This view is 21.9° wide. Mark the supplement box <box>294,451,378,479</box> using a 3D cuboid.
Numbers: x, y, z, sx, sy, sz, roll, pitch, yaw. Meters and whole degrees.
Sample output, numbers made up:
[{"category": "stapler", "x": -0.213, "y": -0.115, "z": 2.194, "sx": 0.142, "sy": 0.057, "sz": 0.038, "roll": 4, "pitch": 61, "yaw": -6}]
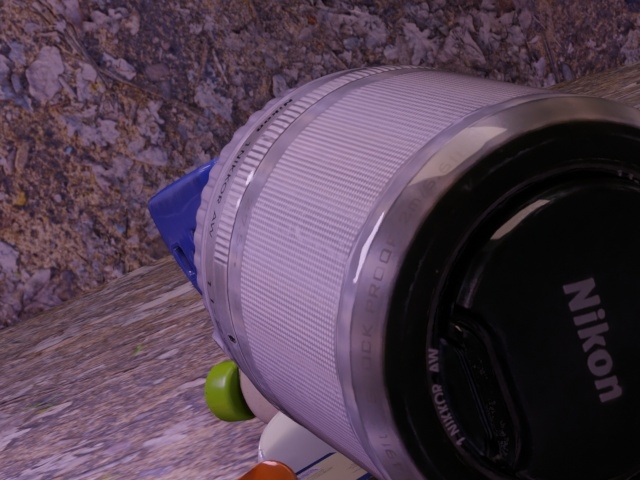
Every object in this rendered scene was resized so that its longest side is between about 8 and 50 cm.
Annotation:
[{"category": "supplement box", "x": 0.014, "y": 0.162, "z": 0.965, "sx": 0.083, "sy": 0.056, "sz": 0.083, "roll": -25, "pitch": 8, "yaw": -41}]

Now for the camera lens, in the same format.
[{"category": "camera lens", "x": 0.071, "y": 0.021, "z": 0.880, "sx": 0.219, "sy": 0.219, "sz": 0.274, "roll": -23, "pitch": 19, "yaw": -19}]

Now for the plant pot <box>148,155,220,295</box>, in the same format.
[{"category": "plant pot", "x": 0.000, "y": 0.000, "z": 1.582, "sx": 0.236, "sy": 0.212, "sz": 0.236, "roll": -23, "pitch": 1, "yaw": -24}]

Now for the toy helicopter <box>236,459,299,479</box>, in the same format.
[{"category": "toy helicopter", "x": -0.059, "y": 0.187, "z": 0.863, "sx": 0.355, "sy": 0.140, "sz": 0.235, "roll": -6, "pitch": 2, "yaw": 21}]

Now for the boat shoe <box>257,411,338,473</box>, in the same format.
[{"category": "boat shoe", "x": 0.055, "y": 0.127, "z": 1.099, "sx": 0.219, "sy": 0.077, "sz": 0.070, "roll": -18, "pitch": -36, "yaw": -27}]

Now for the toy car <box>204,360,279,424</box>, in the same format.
[{"category": "toy car", "x": 0.022, "y": 0.092, "z": 1.395, "sx": 0.155, "sy": 0.148, "sz": 0.188, "roll": -10, "pitch": -17, "yaw": 40}]
